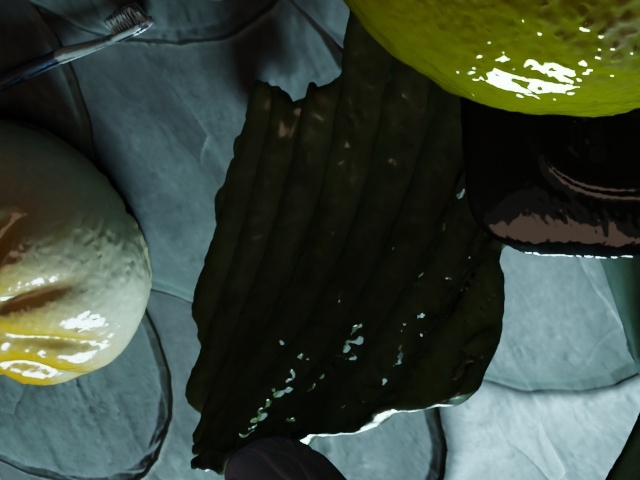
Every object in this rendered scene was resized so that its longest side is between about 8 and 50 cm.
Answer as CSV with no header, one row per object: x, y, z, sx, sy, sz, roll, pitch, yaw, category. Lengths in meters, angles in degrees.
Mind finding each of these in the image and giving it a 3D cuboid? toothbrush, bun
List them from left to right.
-0.318,0.031,1.791,0.299,0.165,0.299,22,137,21,bun
-0.251,-0.163,1.673,0.288,0.024,0.026,-17,114,44,toothbrush

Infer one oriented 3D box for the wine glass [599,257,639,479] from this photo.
0.239,0.118,1.281,0.267,0.406,0.267,20,139,19,wine glass

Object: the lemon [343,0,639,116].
0.149,-0.231,1.068,0.364,0.364,0.364,20,136,21,lemon

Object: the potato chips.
0.001,0.007,1.413,0.097,0.389,0.373,29,143,-32,potato chips

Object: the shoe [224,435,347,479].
-0.018,0.227,1.194,0.245,0.138,0.095,42,147,46,shoe

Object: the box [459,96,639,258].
0.190,-0.093,1.235,0.201,0.042,0.212,-1,83,13,box
